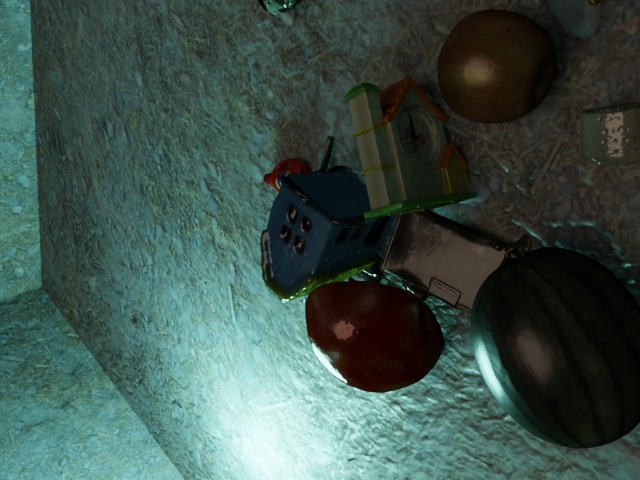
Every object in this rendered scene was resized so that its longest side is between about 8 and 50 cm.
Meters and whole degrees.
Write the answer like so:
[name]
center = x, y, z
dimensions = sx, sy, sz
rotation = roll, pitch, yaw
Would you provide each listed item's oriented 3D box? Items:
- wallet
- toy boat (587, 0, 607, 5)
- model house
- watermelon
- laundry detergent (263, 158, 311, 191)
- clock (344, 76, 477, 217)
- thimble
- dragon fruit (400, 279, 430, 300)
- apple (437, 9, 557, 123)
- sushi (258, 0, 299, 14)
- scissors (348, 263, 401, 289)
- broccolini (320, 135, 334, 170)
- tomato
[wallet]
center = 0.278, 0.048, 1.295
dimensions = 0.316, 0.044, 0.169
rotation = 27, 111, 32
[toy boat]
center = 0.461, -0.486, 0.867
dimensions = 0.141, 0.099, 0.318
rotation = 44, 136, 32
[model house]
center = 0.000, 0.000, 1.443
dimensions = 0.215, 0.237, 0.303
rotation = 43, 126, 27
[watermelon]
center = 0.399, 0.167, 1.063
dimensions = 0.279, 0.278, 0.360
rotation = -37, 79, 49
[laundry detergent]
center = -0.092, -0.165, 1.647
dimensions = 0.165, 0.049, 0.098
rotation = 10, 106, 47
[clock]
center = 0.170, -0.185, 1.227
dimensions = 0.106, 0.219, 0.256
rotation = -15, 86, 51
[thimble]
center = 0.468, -0.166, 0.985
dimensions = 0.115, 0.102, 0.090
rotation = -145, 44, -73
[dragon fruit]
center = 0.216, 0.099, 1.406
dimensions = 0.083, 0.056, 0.060
rotation = 49, 135, 21
[apple]
center = 0.296, -0.289, 1.059
dimensions = 0.173, 0.188, 0.188
rotation = 28, 125, 32
[sushi]
center = -0.100, -0.617, 1.396
dimensions = 0.115, 0.147, 0.213
rotation = 50, 140, 21
[scissors]
center = 0.155, 0.101, 1.500
dimensions = 0.300, 0.022, 0.109
rotation = 32, 127, 37
[broccolini]
center = 0.003, -0.145, 1.557
dimensions = 0.054, 0.051, 0.239
rotation = -89, 7, -62
[tomato]
center = 0.108, 0.236, 1.392
dimensions = 0.338, 0.144, 0.338
rotation = 10, 142, 8
